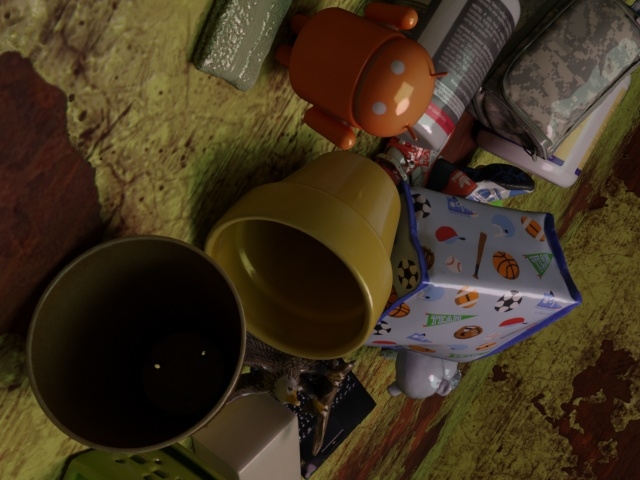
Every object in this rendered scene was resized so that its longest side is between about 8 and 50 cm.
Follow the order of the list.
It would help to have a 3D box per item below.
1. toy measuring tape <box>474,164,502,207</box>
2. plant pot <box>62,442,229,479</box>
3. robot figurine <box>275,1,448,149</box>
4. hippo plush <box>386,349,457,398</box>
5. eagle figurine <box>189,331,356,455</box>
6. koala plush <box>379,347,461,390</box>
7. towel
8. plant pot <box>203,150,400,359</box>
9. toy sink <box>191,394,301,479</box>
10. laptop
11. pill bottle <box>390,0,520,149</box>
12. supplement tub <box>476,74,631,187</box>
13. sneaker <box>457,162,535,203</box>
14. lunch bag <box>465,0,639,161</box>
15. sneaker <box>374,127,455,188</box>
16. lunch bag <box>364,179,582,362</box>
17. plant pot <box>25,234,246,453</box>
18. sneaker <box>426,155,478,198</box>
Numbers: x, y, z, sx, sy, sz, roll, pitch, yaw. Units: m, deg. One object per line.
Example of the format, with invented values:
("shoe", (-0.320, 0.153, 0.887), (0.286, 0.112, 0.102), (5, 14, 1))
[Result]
("toy measuring tape", (0.360, -0.033, 1.742), (0.121, 0.121, 0.330), (-31, 143, -43))
("plant pot", (-0.249, 0.434, 1.079), (0.207, 0.228, 0.227), (-12, 128, -63))
("robot figurine", (0.050, -0.210, 0.898), (0.158, 0.219, 0.128), (-44, 151, -24))
("hippo plush", (0.241, 0.219, 1.585), (0.294, 0.234, 0.236), (-9, 84, -60))
("eagle figurine", (-0.099, 0.215, 1.174), (0.225, 0.298, 0.226), (-36, -136, 58))
("koala plush", (0.243, 0.244, 1.811), (0.221, 0.203, 0.196), (24, 88, -42))
("towel", (-0.085, -0.252, 0.839), (0.110, 0.027, 0.148), (10, 109, -61))
("plant pot", (0.000, 0.000, 1.039), (0.239, 0.254, 0.254), (-54, 158, -45))
("toy sink", (-0.135, 0.408, 1.343), (0.153, 0.131, 0.234), (-38, 143, -34))
("laptop", (-0.004, 0.293, 1.436), (0.234, 0.264, 0.136), (-39, -176, -33))
("pill bottle", (0.181, -0.309, 1.069), (0.318, 0.176, 0.176), (-58, 154, 1))
("supplement tub", (0.515, -0.307, 1.574), (0.241, 0.241, 0.331), (7, 112, -61))
("sneaker", (0.370, -0.119, 1.613), (0.080, 0.211, 0.081), (-92, -177, -47))
("lunch bag", (0.406, -0.320, 1.292), (0.305, 0.256, 0.212), (-46, 159, 2))
("sneaker", (0.153, -0.159, 1.276), (0.145, 0.090, 0.270), (-30, 145, -48))
("lunch bag", (0.197, 0.089, 1.305), (0.328, 0.239, 0.385), (10, 144, -22))
("plant pot", (-0.192, 0.146, 0.891), (0.237, 0.237, 0.254), (-51, 166, -14))
("sneaker", (0.248, -0.013, 1.530), (0.131, 0.148, 0.350), (-41, 149, -31))
